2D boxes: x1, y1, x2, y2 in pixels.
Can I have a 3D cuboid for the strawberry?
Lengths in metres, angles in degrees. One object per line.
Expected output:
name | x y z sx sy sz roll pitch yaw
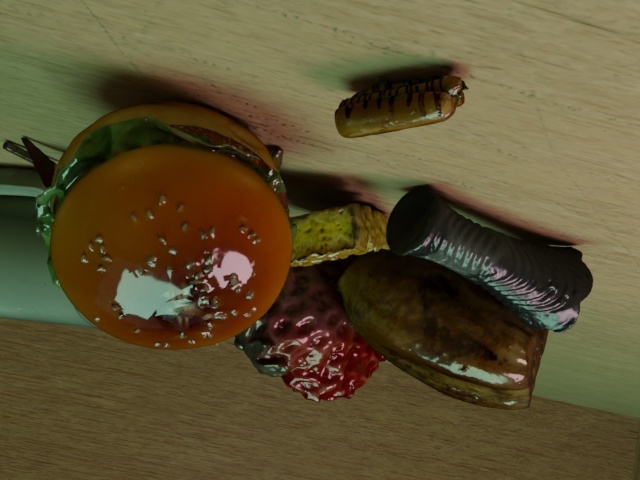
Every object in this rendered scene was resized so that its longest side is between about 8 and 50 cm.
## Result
strawberry | 0.013 0.089 1.275 0.336 0.149 0.265 -5 -133 -43

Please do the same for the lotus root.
lotus root | 0.165 0.099 1.136 0.290 0.193 0.193 24 172 17

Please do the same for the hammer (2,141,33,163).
hammer | -0.298 -0.067 1.154 0.029 0.058 0.292 -1 157 42

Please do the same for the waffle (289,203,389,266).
waffle | 0.000 0.000 1.014 0.160 0.055 0.211 -13 175 20

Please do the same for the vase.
vase | 0.184 0.018 0.949 0.237 0.116 0.115 25 163 -31

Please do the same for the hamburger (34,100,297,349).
hamburger | -0.141 0.001 0.790 0.246 0.170 0.246 -7 134 -7

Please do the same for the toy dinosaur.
toy dinosaur | -0.182 -0.064 0.963 0.206 0.113 0.327 -12 -165 -34

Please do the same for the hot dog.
hot dog | 0.056 -0.102 0.634 0.122 0.049 0.037 -6 122 43

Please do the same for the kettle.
kettle | -0.433 0.002 1.316 0.317 0.265 0.205 5 -162 30
